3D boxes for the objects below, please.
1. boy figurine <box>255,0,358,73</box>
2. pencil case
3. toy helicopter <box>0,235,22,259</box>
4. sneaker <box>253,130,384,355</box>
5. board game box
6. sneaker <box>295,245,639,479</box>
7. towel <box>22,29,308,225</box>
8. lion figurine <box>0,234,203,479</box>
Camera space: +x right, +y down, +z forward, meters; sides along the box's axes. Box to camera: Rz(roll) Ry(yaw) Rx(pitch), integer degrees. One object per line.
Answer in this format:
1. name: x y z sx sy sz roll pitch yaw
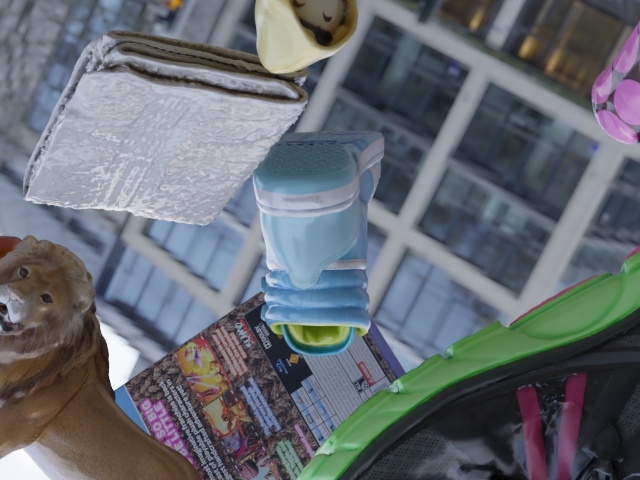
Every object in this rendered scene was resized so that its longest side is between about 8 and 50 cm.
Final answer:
1. boy figurine: 0.016 -0.265 1.280 0.177 0.285 0.092 33 165 -30
2. pencil case: 0.335 -0.181 1.544 0.098 0.209 0.095 -4 -116 -23
3. toy helicopter: -0.454 0.018 1.878 0.140 0.235 0.355 4 -153 8
4. sneaker: 0.000 0.000 1.695 0.127 0.208 0.319 -1 -167 12
5. board game box: -0.046 0.201 1.816 0.232 0.291 0.141 59 -174 26
6. sneaker: 0.168 0.158 1.180 0.202 0.483 0.185 61 -175 17
7. towel: -0.139 -0.086 1.424 0.187 0.282 0.049 9 -117 -19
8. lion figurine: -0.221 0.201 1.582 0.392 0.240 0.142 48 171 -13
